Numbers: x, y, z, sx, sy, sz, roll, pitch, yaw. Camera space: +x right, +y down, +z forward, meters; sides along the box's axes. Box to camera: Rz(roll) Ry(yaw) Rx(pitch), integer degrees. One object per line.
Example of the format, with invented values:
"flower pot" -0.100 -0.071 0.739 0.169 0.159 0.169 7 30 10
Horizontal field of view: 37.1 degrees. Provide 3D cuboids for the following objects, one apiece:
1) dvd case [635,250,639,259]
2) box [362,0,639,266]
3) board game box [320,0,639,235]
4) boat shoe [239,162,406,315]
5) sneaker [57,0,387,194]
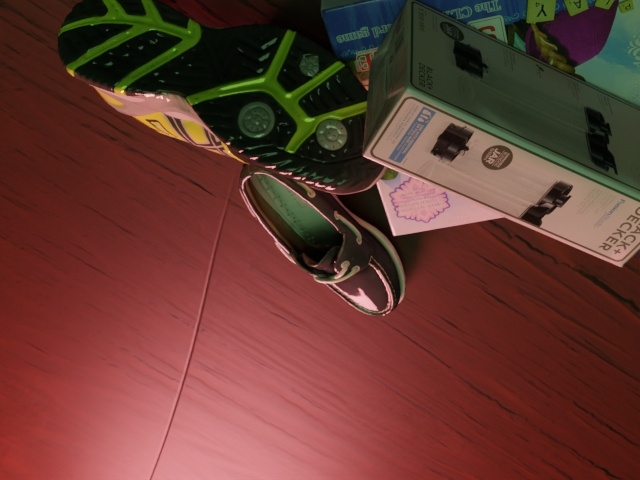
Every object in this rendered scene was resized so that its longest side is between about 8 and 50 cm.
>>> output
"dvd case" 0.454 -0.053 1.074 0.238 0.030 0.179 -34 137 23
"box" 0.191 -0.104 0.928 0.289 0.169 0.087 21 131 -14
"board game box" 0.195 -0.162 1.034 0.318 0.066 0.318 -10 131 15
"boat shoe" 0.000 0.000 1.166 0.114 0.091 0.302 -27 118 31
"sneaker" -0.093 -0.159 1.042 0.384 0.147 0.145 27 83 14
